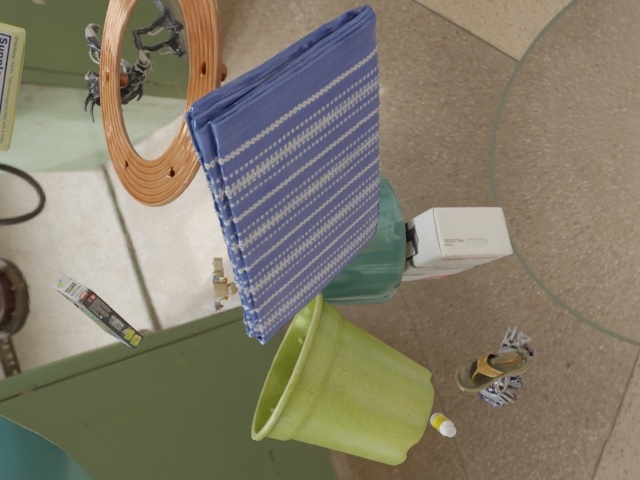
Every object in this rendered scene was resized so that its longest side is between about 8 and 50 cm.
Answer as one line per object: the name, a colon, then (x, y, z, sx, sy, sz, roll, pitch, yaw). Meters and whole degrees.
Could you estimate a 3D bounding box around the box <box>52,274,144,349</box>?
box: (-0.492, 0.161, 1.379, 0.114, 0.207, 0.036, 19, 63, 35)

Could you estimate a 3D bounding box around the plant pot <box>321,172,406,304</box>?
plant pot: (0.000, 0.000, 1.277, 0.293, 0.235, 0.293, 175, 90, -66)

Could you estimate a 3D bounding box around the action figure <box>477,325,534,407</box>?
action figure: (0.474, 0.329, 1.557, 0.099, 0.285, 0.185, 28, 66, 23)

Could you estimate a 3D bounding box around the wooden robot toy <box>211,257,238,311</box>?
wooden robot toy: (-0.278, 0.130, 1.821, 0.079, 0.076, 0.173, -2, 105, -10)

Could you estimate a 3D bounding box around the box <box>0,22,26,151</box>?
box: (-0.433, -0.169, 0.540, 0.213, 0.243, 0.117, 21, 102, 35)

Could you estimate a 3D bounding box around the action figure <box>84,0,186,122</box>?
action figure: (-0.419, -0.381, 1.320, 0.141, 0.164, 0.276, 41, 77, 17)

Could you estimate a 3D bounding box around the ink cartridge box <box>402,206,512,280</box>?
ink cartridge box: (0.244, 0.012, 1.269, 0.237, 0.172, 0.100, 147, 118, -62)

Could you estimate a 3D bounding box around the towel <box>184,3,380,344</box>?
towel: (-0.018, -0.058, 0.678, 0.040, 0.243, 0.336, 31, 147, 29)

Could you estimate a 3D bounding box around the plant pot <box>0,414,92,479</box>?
plant pot: (-0.508, 0.415, 1.001, 0.234, 0.166, 0.165, 36, 118, -28)

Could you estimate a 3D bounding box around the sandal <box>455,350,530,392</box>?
sandal: (0.380, 0.280, 1.366, 0.049, 0.180, 0.072, 85, 167, -51)

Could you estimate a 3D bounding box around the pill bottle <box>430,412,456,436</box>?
pill bottle: (0.340, 0.511, 1.705, 0.083, 0.043, 0.043, -157, 66, -71)

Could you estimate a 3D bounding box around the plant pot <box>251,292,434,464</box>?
plant pot: (0.049, 0.264, 1.089, 0.254, 0.276, 0.276, 25, 112, -7)

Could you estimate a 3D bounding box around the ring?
ring: (-0.207, -0.211, 0.789, 0.336, 0.032, 0.337, 4, 95, 49)
